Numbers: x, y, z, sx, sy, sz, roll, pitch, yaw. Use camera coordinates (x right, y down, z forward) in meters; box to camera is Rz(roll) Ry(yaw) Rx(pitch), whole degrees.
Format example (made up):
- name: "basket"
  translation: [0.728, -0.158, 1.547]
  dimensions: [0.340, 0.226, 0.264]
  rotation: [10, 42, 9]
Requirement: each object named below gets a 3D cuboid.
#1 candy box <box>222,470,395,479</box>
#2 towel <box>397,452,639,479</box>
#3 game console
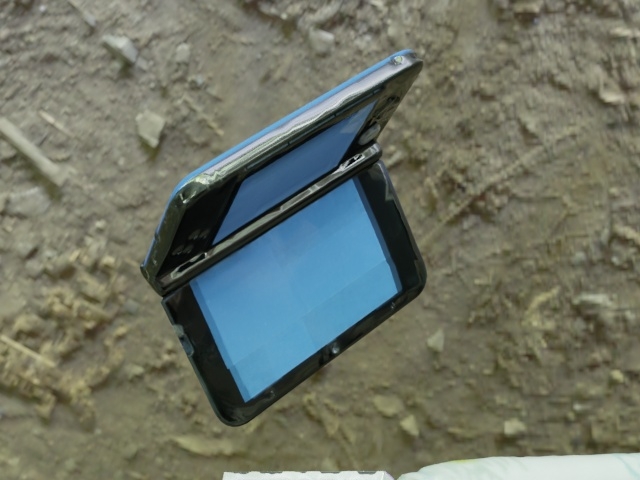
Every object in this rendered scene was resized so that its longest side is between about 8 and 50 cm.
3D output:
- name: "candy box"
  translation: [0.010, 0.308, 1.228]
  dimensions: [0.196, 0.070, 0.165]
  rotation: [-7, 146, 29]
- name: "towel"
  translation: [0.160, 0.286, 0.668]
  dimensions: [0.374, 0.090, 0.321]
  rotation: [7, 99, -38]
- name: "game console"
  translation: [0.000, 0.000, 1.069]
  dimensions: [0.173, 0.293, 0.250]
  rotation: [50, 149, 9]
